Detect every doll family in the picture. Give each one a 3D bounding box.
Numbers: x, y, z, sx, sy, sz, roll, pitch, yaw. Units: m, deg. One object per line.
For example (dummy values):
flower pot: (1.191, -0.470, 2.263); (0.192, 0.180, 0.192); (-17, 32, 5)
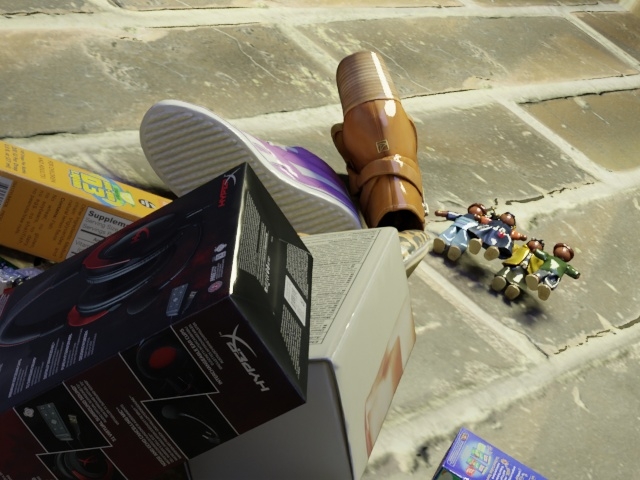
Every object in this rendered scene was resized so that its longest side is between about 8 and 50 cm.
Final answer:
doll family: (0.230, 0.007, 1.978); (0.193, 0.076, 0.111); (37, 45, 5)

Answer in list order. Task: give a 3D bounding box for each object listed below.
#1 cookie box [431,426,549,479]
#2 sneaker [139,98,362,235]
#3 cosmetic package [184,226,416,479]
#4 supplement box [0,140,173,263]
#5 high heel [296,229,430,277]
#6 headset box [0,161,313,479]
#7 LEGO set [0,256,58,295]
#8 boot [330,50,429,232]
cookie box: (0.163, 0.239, 1.520); (0.107, 0.040, 0.092); (32, 25, 6)
sneaker: (-0.081, -0.081, 1.809); (0.282, 0.102, 0.161); (34, 20, -16)
cosmetic package: (-0.016, 0.104, 1.419); (0.153, 0.129, 0.296); (-5, 20, 17)
supplement box: (-0.245, -0.028, 1.466); (0.233, 0.080, 0.078); (21, 20, -22)
high heel: (0.000, 0.000, 1.707); (0.186, 0.093, 0.261); (42, 41, 13)
headset box: (-0.157, 0.090, 1.222); (0.110, 0.293, 0.218); (56, 17, -24)
LEGO set: (-0.246, 0.037, 1.497); (0.244, 0.060, 0.182); (18, 15, -24)
boot: (0.085, -0.068, 1.899); (0.109, 0.283, 0.220); (-11, 63, -3)
